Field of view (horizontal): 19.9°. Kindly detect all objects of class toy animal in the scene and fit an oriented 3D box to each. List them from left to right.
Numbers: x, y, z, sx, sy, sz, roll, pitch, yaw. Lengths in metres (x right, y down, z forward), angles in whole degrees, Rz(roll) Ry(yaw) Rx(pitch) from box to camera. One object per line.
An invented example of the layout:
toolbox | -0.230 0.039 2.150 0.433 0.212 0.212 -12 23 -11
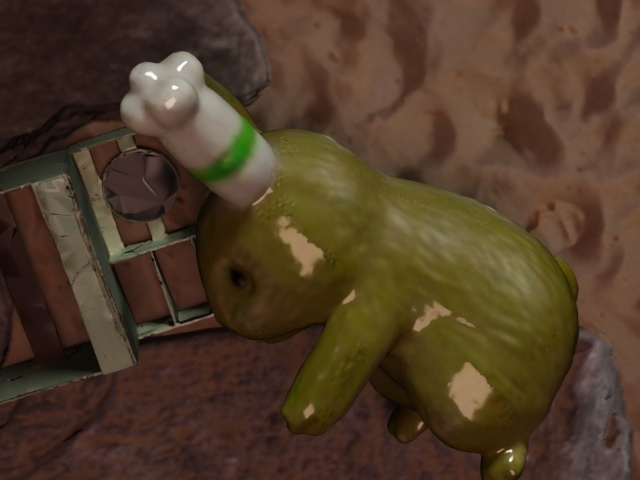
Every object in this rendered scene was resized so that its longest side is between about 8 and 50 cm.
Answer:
toy animal | -0.003 0.019 1.199 0.363 0.181 0.180 27 95 -19

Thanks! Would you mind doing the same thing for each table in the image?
table | -0.160 0.013 1.232 0.175 0.062 0.146 -17 112 2
